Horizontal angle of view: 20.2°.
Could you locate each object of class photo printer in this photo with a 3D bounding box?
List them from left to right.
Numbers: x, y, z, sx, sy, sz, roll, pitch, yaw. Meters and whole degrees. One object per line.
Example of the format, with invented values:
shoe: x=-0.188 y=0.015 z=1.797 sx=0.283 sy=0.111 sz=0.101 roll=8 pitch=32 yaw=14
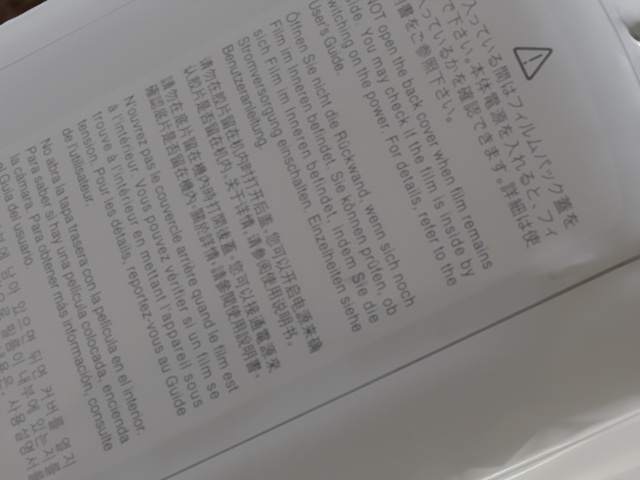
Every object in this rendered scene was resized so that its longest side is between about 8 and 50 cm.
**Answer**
photo printer: x=0.000 y=0.000 z=0.634 sx=0.307 sy=0.107 sz=0.256 roll=-27 pitch=66 yaw=9
